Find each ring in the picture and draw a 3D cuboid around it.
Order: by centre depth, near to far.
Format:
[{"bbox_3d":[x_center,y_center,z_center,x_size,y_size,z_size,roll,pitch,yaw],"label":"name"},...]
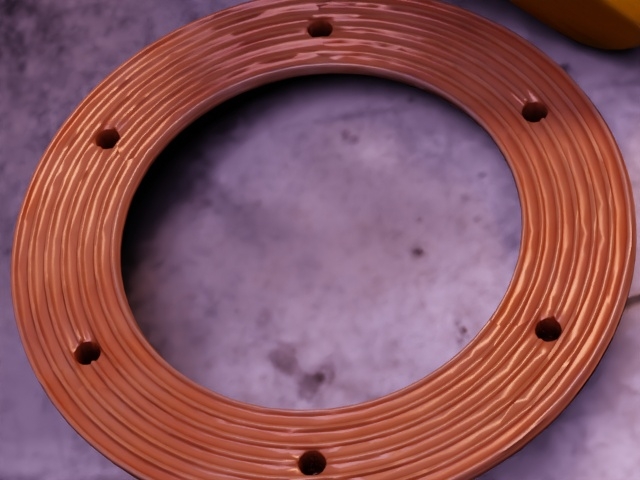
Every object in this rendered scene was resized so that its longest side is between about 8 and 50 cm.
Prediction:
[{"bbox_3d":[0.000,0.000,0.986,0.336,0.032,0.337,-4,56,7],"label":"ring"}]

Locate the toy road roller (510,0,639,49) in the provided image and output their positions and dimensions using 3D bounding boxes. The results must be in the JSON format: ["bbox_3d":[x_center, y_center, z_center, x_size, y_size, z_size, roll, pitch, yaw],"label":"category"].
[{"bbox_3d":[0.074,-0.258,1.026,0.329,0.240,0.202,29,81,-17],"label":"toy road roller"}]
